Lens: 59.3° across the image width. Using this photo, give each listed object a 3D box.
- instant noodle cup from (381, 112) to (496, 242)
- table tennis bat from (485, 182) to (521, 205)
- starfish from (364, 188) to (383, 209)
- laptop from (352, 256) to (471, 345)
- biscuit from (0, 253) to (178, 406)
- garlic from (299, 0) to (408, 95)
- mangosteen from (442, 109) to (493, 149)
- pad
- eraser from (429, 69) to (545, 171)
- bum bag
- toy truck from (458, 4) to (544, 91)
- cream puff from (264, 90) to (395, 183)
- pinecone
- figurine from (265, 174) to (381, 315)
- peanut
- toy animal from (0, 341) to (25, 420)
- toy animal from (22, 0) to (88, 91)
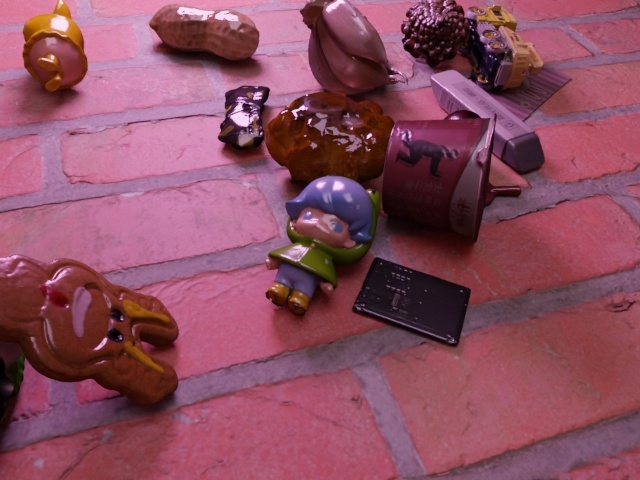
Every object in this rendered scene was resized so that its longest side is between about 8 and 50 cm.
[{"bbox_3d":[0.220,-0.125,1.037,0.178,0.235,0.235,10,46,16],"label":"instant noodle cup"},{"bbox_3d":[0.336,-0.104,1.159,0.154,0.019,0.098,0,46,-2],"label":"table tennis bat"},{"bbox_3d":[0.083,-0.073,1.105,0.086,0.016,0.092,0,44,-2],"label":"starfish"},{"bbox_3d":[0.157,0.099,0.950,0.180,0.016,0.129,19,48,10],"label":"laptop"},{"bbox_3d":[-0.312,0.110,0.748,0.295,0.044,0.186,31,30,-39],"label":"biscuit"},{"bbox_3d":[0.082,-0.457,1.332,0.210,0.237,0.292,-42,99,-25],"label":"garlic"},{"bbox_3d":[0.292,-0.205,1.189,0.140,0.140,0.140,3,46,-3],"label":"mangosteen"},{"bbox_3d":[0.508,-0.413,1.477,0.202,0.005,0.299,35,53,25],"label":"pad"},{"bbox_3d":[0.380,-0.285,1.305,0.089,0.061,0.352,-19,51,-22],"label":"eraser"},{"bbox_3d":[-0.168,-0.276,1.242,0.106,0.060,0.233,-2,44,4],"label":"bum bag"},{"bbox_3d":[0.471,-0.505,1.470,0.157,0.124,0.272,-2,47,-6],"label":"toy truck"},{"bbox_3d":[0.022,-0.203,1.126,0.268,0.155,0.241,1,42,-3],"label":"cream puff"},{"bbox_3d":[0.300,-0.556,1.488,0.179,0.150,0.195,-14,46,5],"label":"pinecone"},{"bbox_3d":[0.000,0.000,0.954,0.162,0.143,0.263,19,64,22],"label":"figurine"},{"bbox_3d":[-0.295,-0.538,1.440,0.298,0.120,0.136,12,23,7],"label":"peanut"},{"bbox_3d":[-0.479,0.147,0.722,0.212,0.213,0.267,5,43,-1],"label":"toy animal"},{"bbox_3d":[-0.605,-0.435,1.290,0.156,0.156,0.230,-5,49,-10],"label":"toy animal"}]
